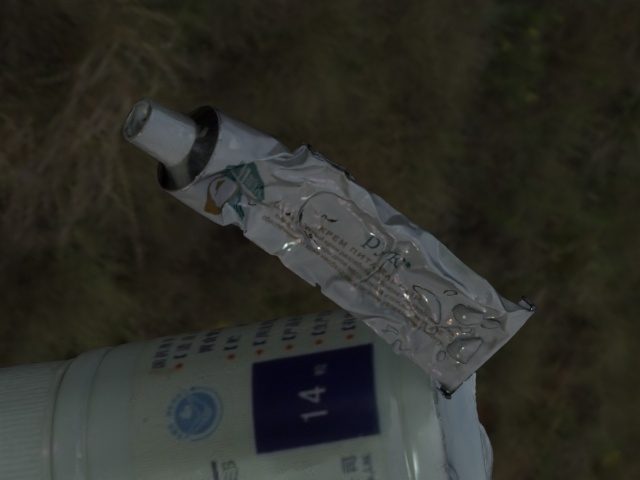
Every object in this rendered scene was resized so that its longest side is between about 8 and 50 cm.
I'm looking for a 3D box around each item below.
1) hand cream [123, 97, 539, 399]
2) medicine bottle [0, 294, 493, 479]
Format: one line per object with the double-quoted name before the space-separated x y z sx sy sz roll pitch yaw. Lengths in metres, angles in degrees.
"hand cream" 0.000 -0.002 0.897 0.084 0.257 0.050 -47 -156 27
"medicine bottle" -0.063 0.152 1.073 0.190 0.332 0.190 -10 90 -78
